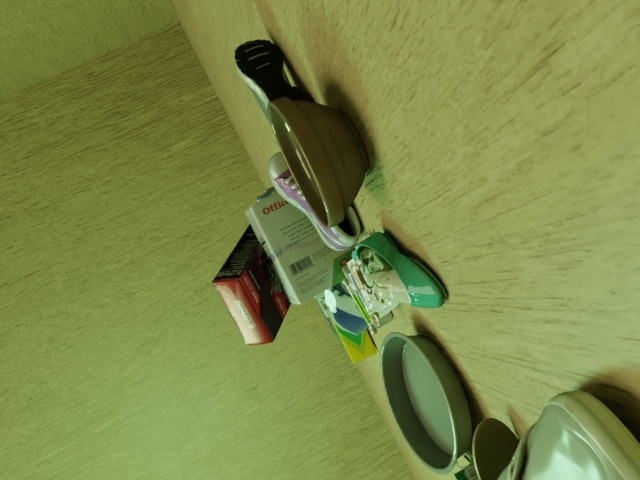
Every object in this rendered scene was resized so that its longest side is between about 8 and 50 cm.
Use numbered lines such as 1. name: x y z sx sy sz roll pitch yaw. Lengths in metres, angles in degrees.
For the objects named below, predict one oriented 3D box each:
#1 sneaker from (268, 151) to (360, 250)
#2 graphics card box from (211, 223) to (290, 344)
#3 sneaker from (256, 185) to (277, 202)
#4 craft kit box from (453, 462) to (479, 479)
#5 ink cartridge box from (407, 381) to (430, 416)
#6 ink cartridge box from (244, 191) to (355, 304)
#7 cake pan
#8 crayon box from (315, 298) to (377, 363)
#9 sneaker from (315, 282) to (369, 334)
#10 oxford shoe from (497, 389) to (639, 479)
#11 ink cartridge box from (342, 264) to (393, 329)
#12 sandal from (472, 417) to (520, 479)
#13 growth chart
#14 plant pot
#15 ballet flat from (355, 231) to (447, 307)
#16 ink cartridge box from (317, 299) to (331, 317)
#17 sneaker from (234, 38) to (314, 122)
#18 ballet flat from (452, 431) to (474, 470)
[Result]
1. sneaker: -0.006 -0.106 1.263 0.282 0.102 0.161 47 169 1
2. graphics card box: -0.150 0.082 1.586 0.371 0.094 0.233 -66 -40 -50
3. sneaker: -0.139 -0.157 1.859 0.211 0.081 0.080 -36 -55 -64
4. craft kit box: 0.339 0.551 0.957 0.247 0.061 0.250 55 -175 -29
5. ink cartridge box: 0.256 0.374 1.291 0.104 0.061 0.181 56 170 44
6. ink cartridge box: -0.044 -0.003 1.457 0.278 0.201 0.117 64 164 -4
7. cake pan: 0.214 0.324 1.153 0.293 0.054 0.293 166 90 -72
8. crayon box: 0.060 0.249 2.122 0.313 0.106 0.363 64 174 -19
9. sneaker: 0.049 0.114 1.638 0.315 0.127 0.182 41 -141 -14
10. oxford shoe: 0.271 0.304 0.642 0.449 0.130 0.169 75 168 -56
11. ink cartridge box: 0.117 0.132 1.404 0.109 0.063 0.150 54 169 53
12. sandal: 0.301 0.393 0.911 0.240 0.088 0.079 58 167 -2
13. growth chart: 0.112 0.093 1.229 0.172 0.021 0.237 57 153 18
14. plant pot: 0.008 -0.148 0.962 0.237 0.109 0.237 61 172 14
15. ballet flat: 0.125 0.061 0.972 0.083 0.087 0.247 67 172 -28
16. ink cartridge box: 0.052 0.185 1.848 0.088 0.122 0.052 58 172 35
17. sneaker: -0.100 -0.306 1.160 0.271 0.100 0.108 60 165 20
18. ballet flat: 0.317 0.460 1.132 0.206 0.067 0.073 52 166 56
